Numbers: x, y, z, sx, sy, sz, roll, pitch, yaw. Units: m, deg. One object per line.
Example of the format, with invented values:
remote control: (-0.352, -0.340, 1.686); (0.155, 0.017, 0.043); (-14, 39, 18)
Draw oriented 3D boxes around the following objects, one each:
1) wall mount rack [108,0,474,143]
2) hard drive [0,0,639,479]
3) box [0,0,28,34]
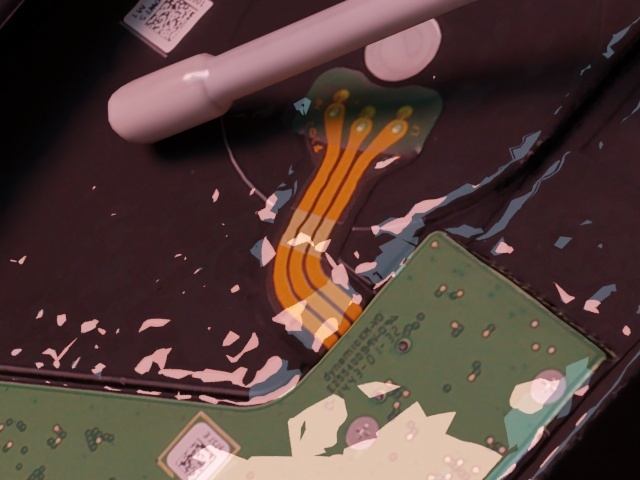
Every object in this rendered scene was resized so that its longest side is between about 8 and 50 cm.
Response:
wall mount rack: (-0.009, -0.099, 0.339); (0.130, 0.350, 0.304); (-46, 30, -7)
hard drive: (0.000, 0.000, 0.510); (0.339, 0.064, 0.237); (-49, 51, -6)
box: (-0.222, -0.168, 0.618); (0.183, 0.294, 0.296); (-53, 15, -10)
